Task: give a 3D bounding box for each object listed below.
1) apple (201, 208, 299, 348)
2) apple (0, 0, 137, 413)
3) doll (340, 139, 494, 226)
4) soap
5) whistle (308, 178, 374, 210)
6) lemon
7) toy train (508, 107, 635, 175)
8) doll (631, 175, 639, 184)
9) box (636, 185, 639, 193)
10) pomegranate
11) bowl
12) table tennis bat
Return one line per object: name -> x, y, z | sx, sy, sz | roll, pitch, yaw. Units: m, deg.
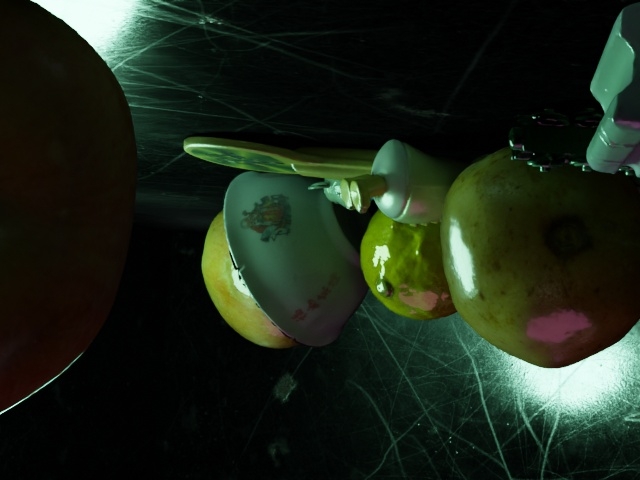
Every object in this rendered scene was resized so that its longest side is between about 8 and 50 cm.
apple -> -0.092, 0.044, 2.259 | 0.305, 0.338, 0.338 | 26, -170, 36
apple -> -0.328, -0.027, 0.821 | 0.391, 0.391, 0.346 | 6, 178, -25
doll -> 0.180, -0.072, 1.499 | 0.296, 0.117, 0.141 | 6, 179, -13
soap -> 0.314, -0.112, 0.880 | 0.173, 0.095, 0.289 | 3, 177, 10
whistle -> 0.088, -0.089, 1.720 | 0.114, 0.077, 0.235 | -4, 180, -42
lemon -> 0.192, 0.008, 1.772 | 0.288, 0.233, 0.233 | -32, -164, -29
toy train -> 0.293, -0.110, 1.193 | 0.170, 0.071, 0.111 | 3, -174, 6
doll -> 0.412, -0.101, 1.300 | 0.083, 0.050, 0.076 | 3, 164, 32
box -> 0.634, 0.021, 1.725 | 0.365, 0.204, 0.051 | 3, 176, 11
pomegranate -> 0.284, 0.015, 1.338 | 0.307, 0.307, 0.307 | 5, 176, 0
bowl -> 0.000, 0.000, 1.872 | 0.157, 0.345, 0.345 | -27, 161, 27
table tennis bat -> -0.052, -0.125, 1.611 | 0.321, 0.050, 0.198 | 8, 176, 20
